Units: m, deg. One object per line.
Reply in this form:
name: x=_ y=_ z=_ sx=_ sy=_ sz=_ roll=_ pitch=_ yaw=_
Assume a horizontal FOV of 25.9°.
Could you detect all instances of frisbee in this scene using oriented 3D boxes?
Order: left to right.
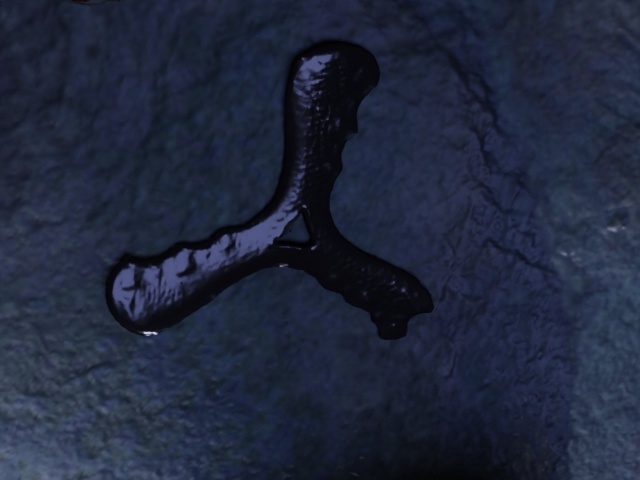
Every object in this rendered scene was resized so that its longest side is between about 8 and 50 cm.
frisbee: x=0.000 y=0.000 z=0.817 sx=0.187 sy=0.012 sz=0.211 roll=33 pitch=100 yaw=-29

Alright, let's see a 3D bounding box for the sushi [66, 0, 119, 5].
sushi: x=-0.015 y=-0.193 z=0.664 sx=0.332 sy=0.130 sz=0.124 roll=-14 pitch=113 yaw=-18
